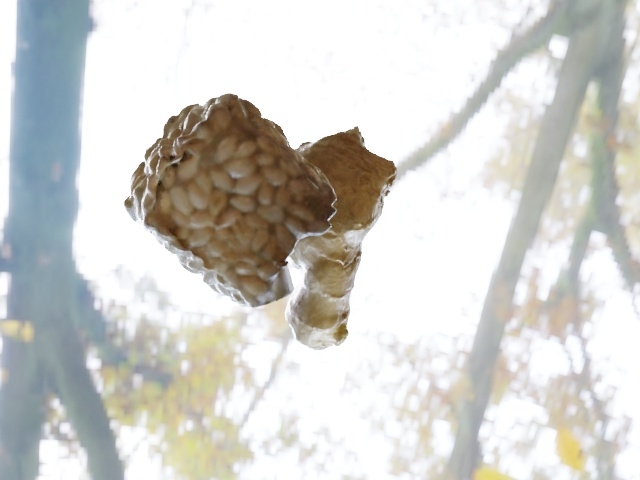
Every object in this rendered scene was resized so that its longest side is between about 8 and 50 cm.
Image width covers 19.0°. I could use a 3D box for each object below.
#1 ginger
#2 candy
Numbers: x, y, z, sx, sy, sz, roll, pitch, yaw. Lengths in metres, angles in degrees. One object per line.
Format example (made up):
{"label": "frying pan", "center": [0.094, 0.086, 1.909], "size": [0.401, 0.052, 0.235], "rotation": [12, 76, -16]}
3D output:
{"label": "ginger", "center": [-0.007, -0.004, 1.360], "size": [0.096, 0.165, 0.067], "rotation": [23, -161, 19]}
{"label": "candy", "center": [-0.046, -0.021, 1.046], "size": [0.110, 0.085, 0.095], "rotation": [37, -92, -11]}
